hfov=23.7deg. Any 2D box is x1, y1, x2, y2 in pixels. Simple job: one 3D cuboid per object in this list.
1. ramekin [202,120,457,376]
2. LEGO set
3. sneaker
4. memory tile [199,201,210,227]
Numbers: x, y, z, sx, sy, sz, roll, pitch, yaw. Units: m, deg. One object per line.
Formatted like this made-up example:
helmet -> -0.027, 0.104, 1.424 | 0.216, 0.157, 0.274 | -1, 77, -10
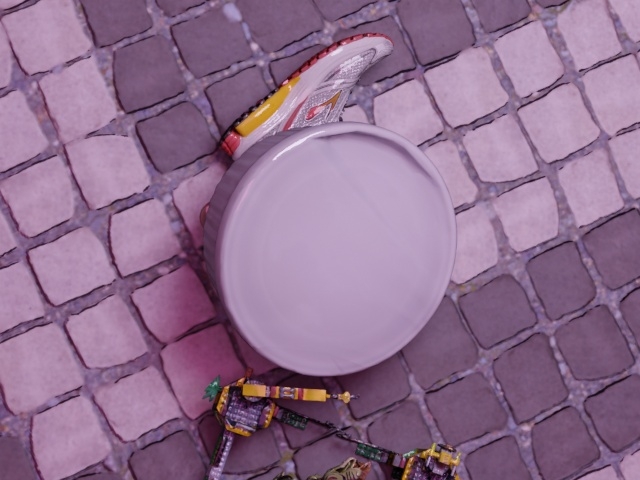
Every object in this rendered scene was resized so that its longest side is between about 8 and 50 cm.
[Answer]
ramekin -> 0.000, 0.000, 1.624 | 0.272, 0.127, 0.273 | -6, 104, -23
LEGO set -> 0.002, 0.280, 1.593 | 0.331, 0.192, 0.255 | 30, 79, -5
sneaker -> -0.005, -0.151, 1.709 | 0.225, 0.088, 0.093 | -41, 98, -4
memory tile -> -0.062, 0.005, 1.679 | 0.113, 0.012, 0.148 | -28, 112, -12
